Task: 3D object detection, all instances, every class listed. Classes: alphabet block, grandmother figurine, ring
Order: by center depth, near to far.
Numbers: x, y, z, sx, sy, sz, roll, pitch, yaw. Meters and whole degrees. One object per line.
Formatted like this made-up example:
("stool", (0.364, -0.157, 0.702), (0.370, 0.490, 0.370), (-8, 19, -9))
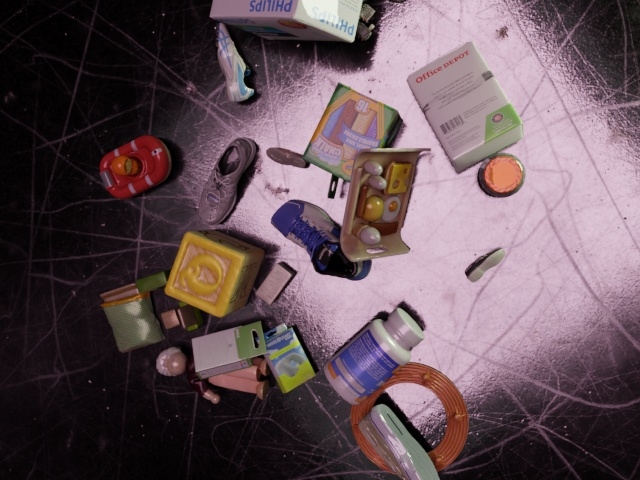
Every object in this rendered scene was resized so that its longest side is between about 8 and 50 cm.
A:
("ring", (0.251, 0.517, 1.888), (0.337, 0.032, 0.336), (1, 93, 11))
("alphabet block", (-0.299, 0.089, 1.892), (0.193, 0.197, 0.193), (21, 97, 10))
("grandmother figurine", (-0.323, 0.375, 1.966), (0.343, 0.104, 0.207), (5, 71, 10))

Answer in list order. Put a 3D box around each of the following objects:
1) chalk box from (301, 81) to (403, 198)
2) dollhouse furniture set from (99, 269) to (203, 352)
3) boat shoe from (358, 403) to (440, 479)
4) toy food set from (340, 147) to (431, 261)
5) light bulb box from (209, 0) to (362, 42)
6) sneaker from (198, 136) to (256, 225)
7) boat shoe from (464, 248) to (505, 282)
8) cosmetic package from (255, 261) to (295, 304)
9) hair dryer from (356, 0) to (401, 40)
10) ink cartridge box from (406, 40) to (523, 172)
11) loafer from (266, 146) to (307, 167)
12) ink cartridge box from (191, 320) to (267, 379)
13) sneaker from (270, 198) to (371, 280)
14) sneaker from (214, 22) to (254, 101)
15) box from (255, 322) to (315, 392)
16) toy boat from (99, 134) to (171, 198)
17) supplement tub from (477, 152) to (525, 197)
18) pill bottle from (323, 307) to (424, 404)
("chalk box", (0.076, -0.251, 1.801), (0.179, 0.180, 0.288), (29, 98, 9))
("dollhouse furniture set", (-0.536, 0.221, 1.974), (0.302, 0.151, 0.197), (-19, 90, 13))
("boat shoe", (0.224, 0.601, 1.843), (0.094, 0.109, 0.302), (-42, 75, 27))
("toy food set", (0.180, -0.099, 1.736), (0.092, 0.220, 0.305), (34, 122, 45))
("light bulb box", (-0.069, -0.720, 1.705), (0.358, 0.225, 0.360), (19, 99, 44))
("sneaker", (-0.290, -0.176, 1.914), (0.105, 0.115, 0.281), (25, 98, 9))
("boat shoe", (0.451, 0.063, 1.813), (0.125, 0.038, 0.046), (-45, 127, 12))
("cosmetic package", (-0.133, 0.126, 1.939), (0.060, 0.041, 0.115), (39, 100, 7))
("hair dryer", (0.084, -0.707, 1.839), (0.294, 0.080, 0.223), (39, 83, 3))
("ink cartridge box", (0.377, -0.350, 1.730), (0.198, 0.115, 0.272), (-28, 71, 12))
("loafer", (-0.095, -0.244, 1.914), (0.125, 0.039, 0.045), (20, 130, 13))
("ink cartridge box", (-0.258, 0.316, 1.899), (0.209, 0.062, 0.108), (-15, 55, 0))
("sneaker", (0.001, 0.001, 1.831), (0.316, 0.182, 0.127), (38, 99, 7))
("sneaker", (-0.254, -0.517, 1.912), (0.086, 0.085, 0.237), (-15, 87, -14))
("box", (-0.101, 0.339, 1.918), (0.109, 0.042, 0.178), (-26, 87, -28))
("toy boat", (-0.562, -0.220, 1.951), (0.231, 0.151, 0.150), (-25, 89, 13))
("supplement tub", (0.469, -0.169, 1.716), (0.117, 0.190, 0.116), (1, 93, 12))
("pill bottle", (0.154, 0.317, 1.834), (0.272, 0.152, 0.152), (-43, 85, 12))
